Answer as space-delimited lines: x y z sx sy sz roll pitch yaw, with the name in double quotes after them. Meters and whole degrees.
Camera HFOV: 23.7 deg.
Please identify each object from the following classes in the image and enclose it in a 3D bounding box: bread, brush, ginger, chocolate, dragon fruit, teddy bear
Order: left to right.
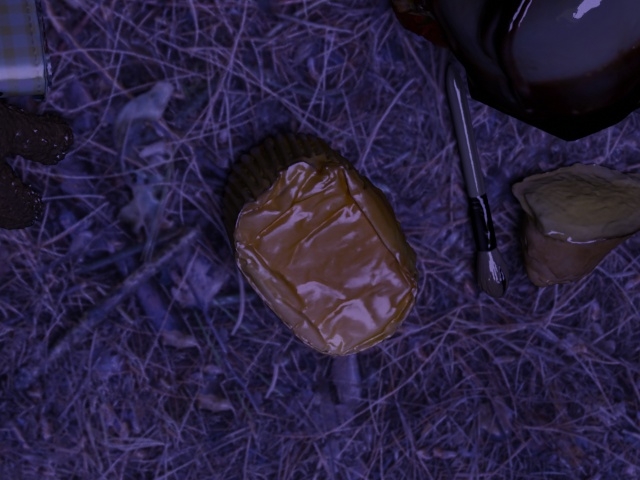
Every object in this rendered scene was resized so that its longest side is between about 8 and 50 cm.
-0.364 -0.116 1.561 0.251 0.129 0.182 32 90 -25 "teddy bear"
0.000 0.000 1.719 0.179 0.133 0.250 -41 112 3 "bread"
0.106 -0.290 1.668 0.083 0.106 0.162 11 108 16 "dragon fruit"
0.185 -0.066 1.811 0.039 0.042 0.299 -5 112 18 "brush"
0.227 -0.266 1.570 0.186 0.283 0.283 23 101 -54 "chocolate"
0.326 -0.012 1.856 0.193 0.115 0.122 -11 133 -23 "ginger"

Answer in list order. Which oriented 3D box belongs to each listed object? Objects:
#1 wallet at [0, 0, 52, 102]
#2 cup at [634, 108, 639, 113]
-0.427 -0.221 1.476 0.309 0.077 0.223 -5 66 -16 "wallet"
0.437 -0.230 1.745 0.317 0.212 0.212 16 102 -22 "cup"
